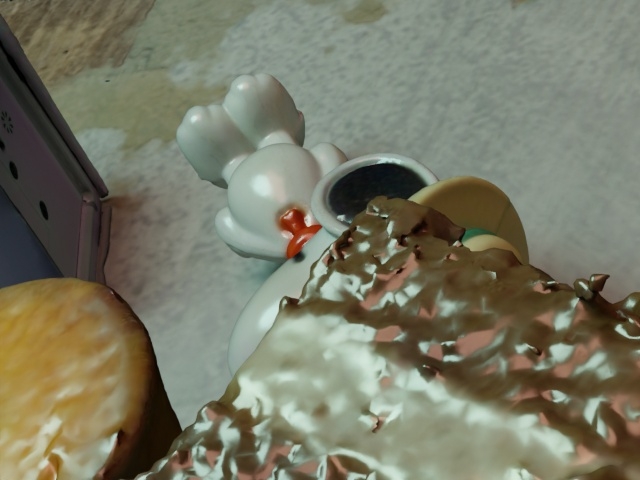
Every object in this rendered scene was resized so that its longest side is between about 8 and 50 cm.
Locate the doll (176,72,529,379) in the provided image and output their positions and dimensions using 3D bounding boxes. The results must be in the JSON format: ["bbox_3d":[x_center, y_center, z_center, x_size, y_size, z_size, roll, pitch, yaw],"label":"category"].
[{"bbox_3d":[0.014,-0.016,1.069,0.208,0.144,0.271,-25,45,16],"label":"doll"}]

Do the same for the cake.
[{"bbox_3d":[0.073,0.183,0.745,0.256,0.282,0.290,24,69,42],"label":"cake"}]

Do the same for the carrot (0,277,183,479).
[{"bbox_3d":[-0.114,0.171,0.863,0.196,0.254,0.196,-18,38,14],"label":"carrot"}]

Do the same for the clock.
[{"bbox_3d":[-0.216,-0.041,1.169,0.073,0.193,0.144,-17,42,13],"label":"clock"}]
